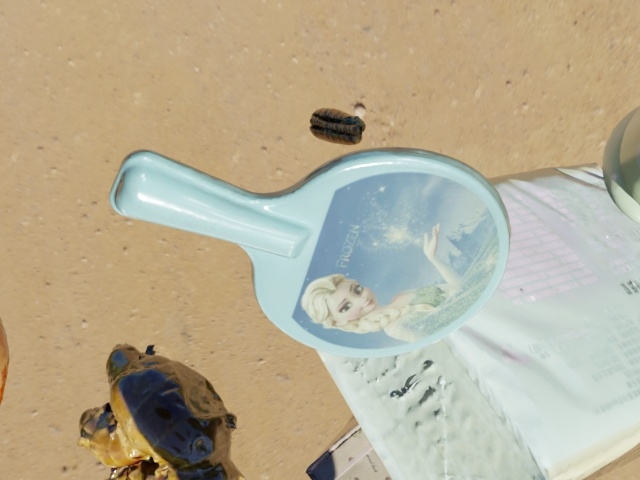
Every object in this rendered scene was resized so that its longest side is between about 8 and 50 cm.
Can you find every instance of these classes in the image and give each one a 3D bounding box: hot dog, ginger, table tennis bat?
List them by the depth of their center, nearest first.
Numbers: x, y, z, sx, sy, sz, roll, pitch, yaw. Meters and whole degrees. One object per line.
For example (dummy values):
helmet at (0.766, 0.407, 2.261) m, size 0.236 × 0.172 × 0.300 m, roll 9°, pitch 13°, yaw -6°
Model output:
table tennis bat at (0.000, 0.000, 0.474) m, size 0.237 × 0.038 × 0.149 m, roll 18°, pitch 123°, yaw -23°
hot dog at (0.020, -0.162, 1.187) m, size 0.122 × 0.037 × 0.049 m, roll 20°, pitch 98°, yaw 53°
ginger at (-0.263, 0.341, 1.397) m, size 0.274 × 0.152 × 0.357 m, roll -14°, pitch 94°, yaw 31°

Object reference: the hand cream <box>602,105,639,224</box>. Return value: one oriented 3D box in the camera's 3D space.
hand cream at (0.239, -0.055, 0.448) m, size 0.147 × 0.306 × 0.093 m, roll 18°, pitch 89°, yaw 0°

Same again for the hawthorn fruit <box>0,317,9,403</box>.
hawthorn fruit at (-0.455, 0.121, 0.796) m, size 0.275 × 0.300 × 0.275 m, roll -3°, pitch 79°, yaw 16°

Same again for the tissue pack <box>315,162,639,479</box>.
tissue pack at (0.222, 0.099, 0.898) m, size 0.331 × 0.405 × 0.205 m, roll 58°, pitch 137°, yaw 26°

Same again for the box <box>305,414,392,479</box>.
box at (0.151, 0.295, 1.262) m, size 0.225 × 0.297 × 0.190 m, roll -44°, pitch 84°, yaw 19°
